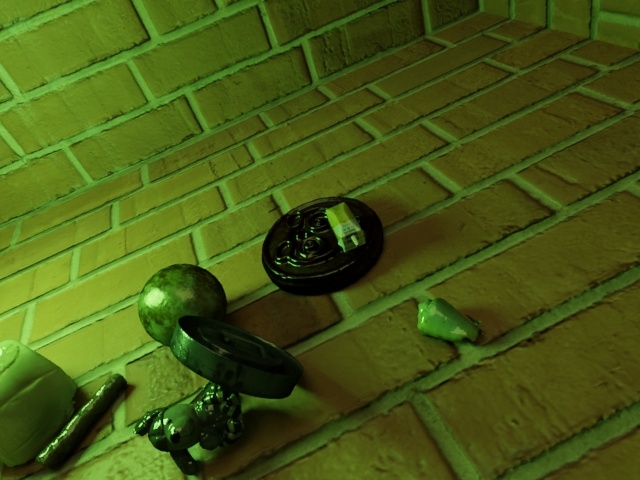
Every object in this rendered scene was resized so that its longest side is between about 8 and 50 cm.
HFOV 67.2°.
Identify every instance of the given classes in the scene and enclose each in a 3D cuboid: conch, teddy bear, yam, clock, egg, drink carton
[{"bbox_3d":[0.302,0.202,1.160,0.170,0.079,0.105,27,74,36],"label":"conch"},{"bbox_3d":[-0.278,0.431,1.089,0.251,0.171,0.144,-26,1,-17],"label":"teddy bear"},{"bbox_3d":[-0.628,0.474,1.281,0.061,0.061,0.274,7,45,32],"label":"yam"},{"bbox_3d":[-0.196,0.270,1.135,0.319,0.319,0.066,22,88,41],"label":"clock"},{"bbox_3d":[-0.381,0.180,1.352,0.289,0.238,0.238,-24,23,53],"label":"egg"},{"bbox_3d":[0.082,-0.026,1.404,0.084,0.074,0.200,-21,43,-4],"label":"drink carton"}]

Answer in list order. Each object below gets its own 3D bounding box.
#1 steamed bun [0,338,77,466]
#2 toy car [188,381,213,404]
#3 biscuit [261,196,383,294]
[{"bbox_3d":[-0.816,0.435,1.300,0.272,0.273,0.290,10,49,12],"label":"steamed bun"},{"bbox_3d":[-0.294,0.414,1.195,0.142,0.069,0.055,-44,1,-26],"label":"toy car"},{"bbox_3d":[0.000,0.000,1.528,0.408,0.091,0.407,-12,39,10],"label":"biscuit"}]
